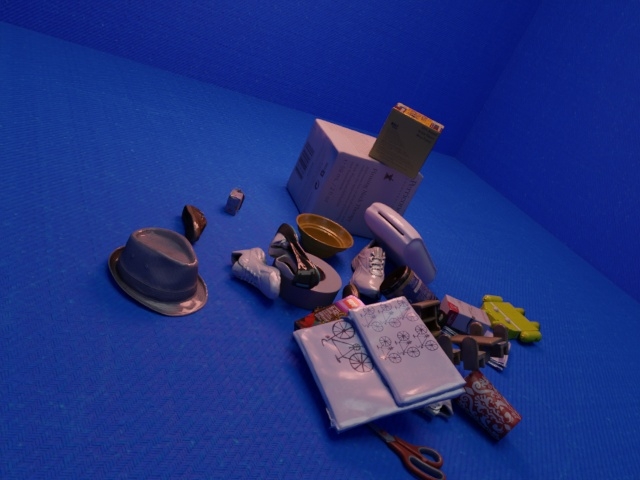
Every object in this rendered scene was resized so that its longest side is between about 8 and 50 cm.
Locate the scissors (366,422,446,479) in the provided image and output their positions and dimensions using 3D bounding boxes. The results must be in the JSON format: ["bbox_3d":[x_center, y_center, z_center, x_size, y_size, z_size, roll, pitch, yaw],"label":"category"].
[{"bbox_3d":[0.157,0.460,1.336,0.297,0.021,0.109,29,24,7],"label":"scissors"}]

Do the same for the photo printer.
[{"bbox_3d":[0.286,0.008,2.106,0.256,0.107,0.307,47,-4,39],"label":"photo printer"}]

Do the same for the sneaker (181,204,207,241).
[{"bbox_3d":[-0.381,-0.054,1.801,0.071,0.066,0.188,13,27,-28],"label":"sneaker"}]

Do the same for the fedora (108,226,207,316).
[{"bbox_3d":[-0.400,0.058,1.483,0.275,0.124,0.243,37,27,23],"label":"fedora"}]

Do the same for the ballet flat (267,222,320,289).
[{"bbox_3d":[-0.094,0.037,1.696,0.096,0.095,0.280,-3,35,-27],"label":"ballet flat"}]

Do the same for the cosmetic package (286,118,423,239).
[{"bbox_3d":[0.129,-0.241,2.361,0.393,0.329,0.327,12,28,-27],"label":"cosmetic package"}]

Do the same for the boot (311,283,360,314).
[{"bbox_3d":[0.038,0.190,1.670,0.137,0.077,0.198,16,40,-10],"label":"boot"}]

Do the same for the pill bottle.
[{"bbox_3d":[0.299,0.194,1.837,0.219,0.123,0.123,46,22,-10],"label":"pill bottle"}]

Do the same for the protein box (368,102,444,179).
[{"bbox_3d":[0.322,-0.374,2.176,0.200,0.201,0.136,29,26,5],"label":"protein box"}]

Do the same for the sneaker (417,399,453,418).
[{"bbox_3d":[0.266,0.412,1.490,0.190,0.071,0.083,16,31,-20],"label":"sneaker"}]

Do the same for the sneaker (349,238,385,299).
[{"bbox_3d":[0.168,0.093,1.967,0.111,0.129,0.297,21,25,-13],"label":"sneaker"}]

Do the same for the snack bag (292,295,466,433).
[{"bbox_3d":[0.130,0.284,1.416,0.342,0.037,0.323,-12,42,-18],"label":"snack bag"}]

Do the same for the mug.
[{"bbox_3d":[0.452,0.438,1.563,0.169,0.113,0.150,45,27,23],"label":"mug"}]

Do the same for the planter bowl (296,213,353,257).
[{"bbox_3d":[0.000,0.000,2.036,0.217,0.090,0.217,21,25,-10],"label":"planter bowl"}]

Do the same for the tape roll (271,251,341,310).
[{"bbox_3d":[-0.049,0.118,1.770,0.219,0.072,0.219,22,24,-11],"label":"tape roll"}]

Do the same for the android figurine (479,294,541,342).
[{"bbox_3d":[0.705,0.295,2.177,0.273,0.056,0.248,9,29,-37],"label":"android figurine"}]

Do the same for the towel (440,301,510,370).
[{"bbox_3d":[0.509,0.316,1.965,0.285,0.034,0.209,32,24,14],"label":"towel"}]

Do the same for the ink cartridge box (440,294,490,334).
[{"bbox_3d":[0.480,0.256,1.943,0.150,0.063,0.109,24,20,-4],"label":"ink cartridge box"}]

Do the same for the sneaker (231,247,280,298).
[{"bbox_3d":[-0.195,0.099,1.669,0.115,0.090,0.232,1,24,-32],"label":"sneaker"}]

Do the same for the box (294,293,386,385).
[{"bbox_3d":[0.092,0.278,1.496,0.201,0.057,0.293,-21,45,-28],"label":"box"}]

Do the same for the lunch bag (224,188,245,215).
[{"bbox_3d":[-0.300,-0.138,2.046,0.053,0.071,0.083,21,24,-7],"label":"lunch bag"}]

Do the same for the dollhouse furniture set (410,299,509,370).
[{"bbox_3d":[0.390,0.260,1.664,0.242,0.161,0.212,-3,1,40],"label":"dollhouse furniture set"}]
